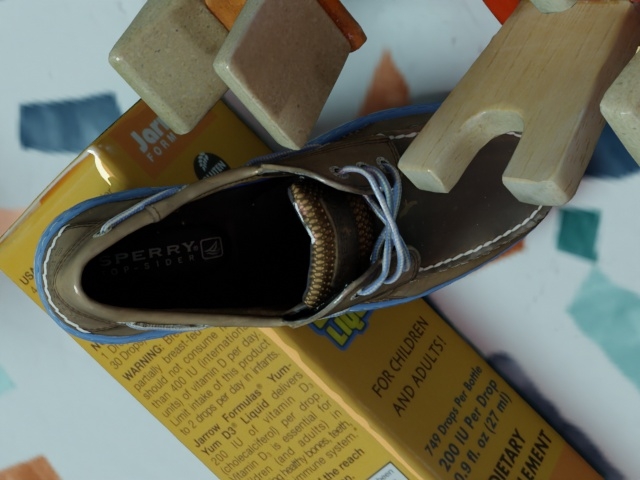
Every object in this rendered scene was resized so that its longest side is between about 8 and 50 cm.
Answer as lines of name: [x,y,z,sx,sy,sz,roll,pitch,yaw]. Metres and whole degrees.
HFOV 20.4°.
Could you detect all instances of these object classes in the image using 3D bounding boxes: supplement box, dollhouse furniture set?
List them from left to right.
supplement box: [-0.006,0.049,0.663,0.233,0.078,0.080,43,128,-4]
dollhouse furniture set: [0.016,-0.134,0.449,0.262,0.135,0.259,11,152,47]

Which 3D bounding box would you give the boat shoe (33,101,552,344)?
boat shoe: [0.000,0.000,0.581,0.183,0.066,0.066,-17,98,-11]
